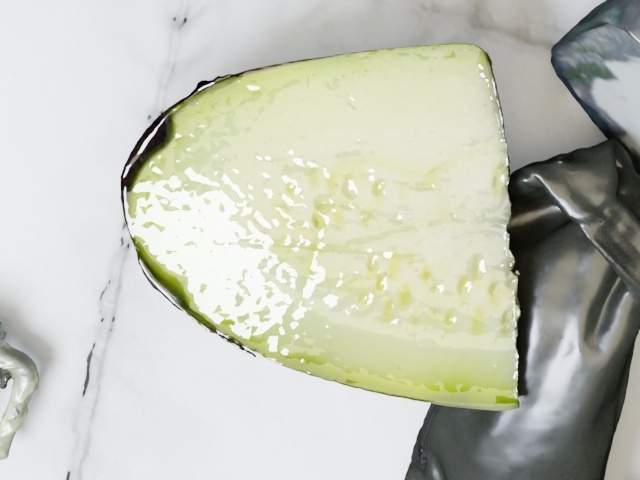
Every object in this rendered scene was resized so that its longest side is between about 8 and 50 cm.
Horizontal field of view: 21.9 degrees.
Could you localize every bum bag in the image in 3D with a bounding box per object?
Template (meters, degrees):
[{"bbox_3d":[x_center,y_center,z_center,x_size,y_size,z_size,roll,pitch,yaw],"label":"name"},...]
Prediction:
[{"bbox_3d":[0.150,0.084,1.097,0.142,0.080,0.326,20,114,11],"label":"bum bag"}]

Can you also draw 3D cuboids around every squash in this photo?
[{"bbox_3d":[0.000,0.000,1.044,0.204,0.155,0.237,6,104,43],"label":"squash"}]

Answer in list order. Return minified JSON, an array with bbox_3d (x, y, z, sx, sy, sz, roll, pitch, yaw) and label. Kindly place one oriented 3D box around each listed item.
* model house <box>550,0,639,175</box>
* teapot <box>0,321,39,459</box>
[{"bbox_3d":[0.337,-0.120,0.989,0.301,0.190,0.271,-44,92,0],"label":"model house"},{"bbox_3d":[-0.273,0.144,1.169,0.107,0.077,0.200,23,107,-3],"label":"teapot"}]
